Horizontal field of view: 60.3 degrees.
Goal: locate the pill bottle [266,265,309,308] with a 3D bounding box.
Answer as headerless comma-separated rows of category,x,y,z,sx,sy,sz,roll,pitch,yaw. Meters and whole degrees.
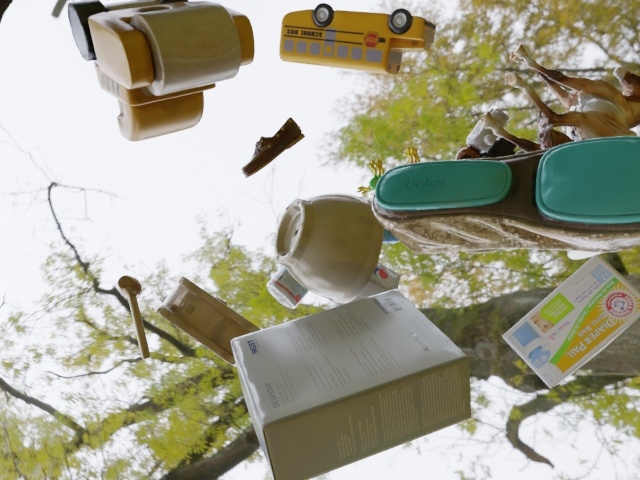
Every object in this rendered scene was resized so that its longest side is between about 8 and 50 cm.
pill bottle,-0.046,0.076,1.303,0.087,0.087,0.160,47,-111,-16

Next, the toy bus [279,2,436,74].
toy bus,0.078,-0.447,1.227,0.108,0.333,0.130,-25,-54,-62

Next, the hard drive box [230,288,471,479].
hard drive box,0.028,0.160,0.651,0.232,0.181,0.089,-14,-66,-13

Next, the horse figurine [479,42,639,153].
horse figurine,0.266,-0.130,0.570,0.174,0.066,0.263,31,-136,3

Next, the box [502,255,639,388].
box,0.424,0.134,0.911,0.114,0.203,0.103,50,-164,27

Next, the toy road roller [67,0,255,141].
toy road roller,-0.263,-0.277,0.931,0.203,0.329,0.240,-24,-52,-29

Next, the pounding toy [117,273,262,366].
pounding toy,-0.240,0.159,0.993,0.270,0.154,0.155,34,-103,4

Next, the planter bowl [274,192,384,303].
planter bowl,0.000,0.000,0.791,0.109,0.162,0.162,18,-108,-24

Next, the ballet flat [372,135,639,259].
ballet flat,0.134,-0.020,0.345,0.067,0.206,0.073,53,-129,-44

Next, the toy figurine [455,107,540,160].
toy figurine,0.386,-0.144,1.110,0.148,0.213,0.209,-56,-30,6

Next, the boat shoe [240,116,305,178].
boat shoe,-0.138,-0.249,1.472,0.207,0.073,0.073,-42,-70,-18

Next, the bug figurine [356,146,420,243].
bug figurine,0.168,-0.088,1.346,0.216,0.072,0.279,-6,-53,-42

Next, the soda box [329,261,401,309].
soda box,0.055,0.175,1.155,0.091,0.286,0.098,31,-154,1

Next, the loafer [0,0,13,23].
loafer,-0.730,-0.496,1.188,0.078,0.080,0.220,28,-86,-39
